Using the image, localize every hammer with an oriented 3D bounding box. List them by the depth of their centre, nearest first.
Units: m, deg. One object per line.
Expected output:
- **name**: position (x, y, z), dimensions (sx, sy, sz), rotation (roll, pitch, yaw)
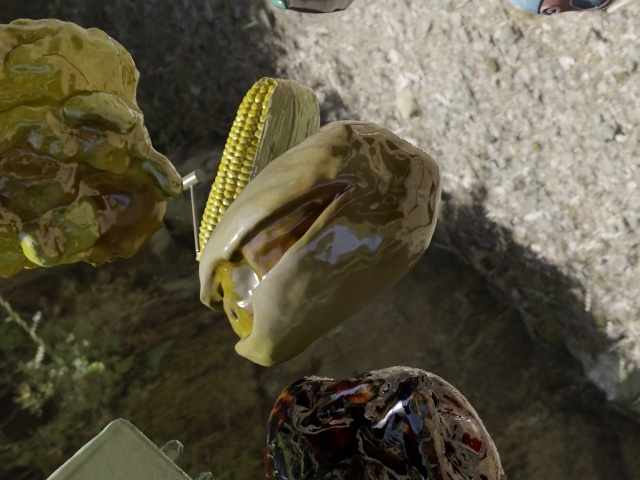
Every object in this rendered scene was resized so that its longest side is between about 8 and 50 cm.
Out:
- **hammer**: position (-0.165, -0.038, 1.167), dimensions (0.035, 0.019, 0.110), rotation (-24, 64, 41)

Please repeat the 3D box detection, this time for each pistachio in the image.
- **pistachio**: position (0.000, 0.000, 0.880), dimensions (0.288, 0.197, 0.166), rotation (-42, 68, 32)

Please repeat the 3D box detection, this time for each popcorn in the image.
- **popcorn**: position (-0.205, -0.056, 0.627), dimensions (0.198, 0.197, 0.156), rotation (94, 155, -54)

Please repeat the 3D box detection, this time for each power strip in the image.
- **power strip**: position (-0.175, 0.255, 0.777), dimensions (0.139, 0.224, 0.140), rotation (40, 138, 8)

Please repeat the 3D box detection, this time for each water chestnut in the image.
- **water chestnut**: position (0.067, 0.261, 0.960), dimensions (0.289, 0.289, 0.244), rotation (40, 175, 42)

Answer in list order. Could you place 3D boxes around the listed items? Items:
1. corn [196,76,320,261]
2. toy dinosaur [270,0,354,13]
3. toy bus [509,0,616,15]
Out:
- **corn**: position (-0.088, -0.082, 1.279), dimensions (0.123, 0.305, 0.122), rotation (19, -179, 24)
- **toy dinosaur**: position (0.034, -0.283, 0.924), dimensions (0.331, 0.129, 0.384), rotation (30, -141, -45)
- **toy bus**: position (0.466, -0.528, 1.563), dimensions (0.231, 0.294, 0.197), rotation (15, 146, 7)
